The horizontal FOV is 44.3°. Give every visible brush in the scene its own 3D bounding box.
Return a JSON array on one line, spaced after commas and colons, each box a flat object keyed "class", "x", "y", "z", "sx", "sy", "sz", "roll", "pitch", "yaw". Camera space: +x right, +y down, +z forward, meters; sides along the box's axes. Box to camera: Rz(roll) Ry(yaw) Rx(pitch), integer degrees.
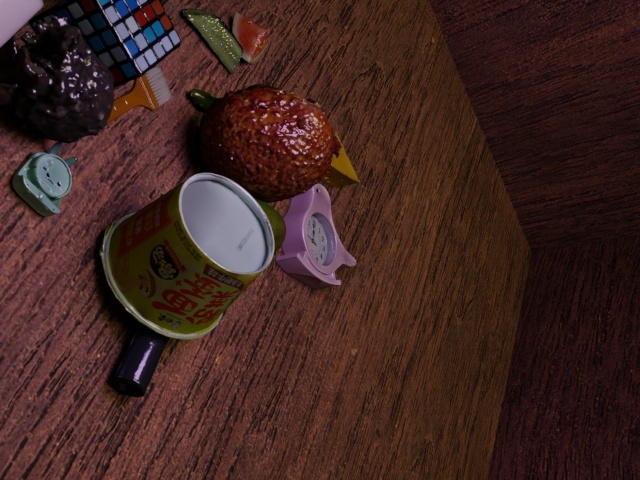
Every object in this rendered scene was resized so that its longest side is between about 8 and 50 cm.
[{"class": "brush", "x": -0.420, "y": -0.297, "z": 1.696, "sx": 0.314, "sy": 0.017, "sz": 0.090, "roll": -48, "pitch": 121, "yaw": -52}]

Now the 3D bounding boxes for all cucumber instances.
[{"class": "cucumber", "x": -0.262, "y": -0.522, "z": 1.986, "sx": 0.220, "sy": 0.070, "sz": 0.046, "roll": 48, "pitch": 13, "yaw": -44}]

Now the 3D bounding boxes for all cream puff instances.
[{"class": "cream puff", "x": -0.120, "y": -0.211, "z": 1.845, "sx": 0.350, "sy": 0.350, "sz": 0.228, "roll": 36, "pitch": 43, "yaw": -49}]

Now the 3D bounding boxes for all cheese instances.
[{"class": "cheese", "x": 0.041, "y": -0.217, "z": 2.351, "sx": 0.171, "sy": 0.093, "sz": 0.126, "roll": 45, "pitch": 42, "yaw": -43}]

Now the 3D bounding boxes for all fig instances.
[{"class": "fig", "x": -0.175, "y": -0.015, "z": 1.836, "sx": 0.191, "sy": 0.181, "sz": 0.181, "roll": -8, "pitch": 87, "yaw": -17}]

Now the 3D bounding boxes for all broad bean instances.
[{"class": "broad bean", "x": -0.251, "y": -0.347, "z": 1.967, "sx": 0.227, "sy": 0.039, "sz": 0.069, "roll": -19, "pitch": 103, "yaw": -60}]

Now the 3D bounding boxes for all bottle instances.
[{"class": "bottle", "x": -0.344, "y": 0.199, "z": 1.598, "sx": 0.082, "sy": 0.072, "sz": 0.244, "roll": 21, "pitch": 51, "yaw": -6}]

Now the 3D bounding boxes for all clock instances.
[{"class": "clock", "x": -0.508, "y": -0.120, "z": 1.466, "sx": 0.101, "sy": 0.041, "sz": 0.135, "roll": 51, "pitch": 40, "yaw": -38}, {"class": "clock", "x": 0.000, "y": 0.000, "z": 2.227, "sx": 0.290, "sy": 0.080, "sz": 0.275, "roll": 39, "pitch": 49, "yaw": -48}]

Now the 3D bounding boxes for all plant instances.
[{"class": "plant", "x": -0.493, "y": -0.293, "z": 1.414, "sx": 0.234, "sy": 0.204, "sz": 0.178, "roll": 41, "pitch": 39, "yaw": -52}]

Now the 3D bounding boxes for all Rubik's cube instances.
[{"class": "Rubik's cube", "x": -0.422, "y": -0.416, "z": 1.568, "sx": 0.182, "sy": 0.184, "sz": 0.187, "roll": 62, "pitch": 33, "yaw": -24}]

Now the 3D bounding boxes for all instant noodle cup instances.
[{"class": "instant noodle cup", "x": -0.253, "y": 0.016, "z": 1.583, "sx": 0.311, "sy": 0.221, "sz": 0.311, "roll": 31, "pitch": 40, "yaw": -29}]

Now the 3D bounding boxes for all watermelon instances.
[{"class": "watermelon", "x": -0.185, "y": -0.549, "z": 2.090, "sx": 0.135, "sy": 0.094, "sz": 0.125, "roll": 59, "pitch": 44, "yaw": -22}]

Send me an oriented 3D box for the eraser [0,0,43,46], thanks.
[{"class": "eraser", "x": -0.590, "y": -0.360, "z": 1.257, "sx": 0.270, "sy": 0.095, "sz": 0.174, "roll": -55, "pitch": 145, "yaw": -21}]
